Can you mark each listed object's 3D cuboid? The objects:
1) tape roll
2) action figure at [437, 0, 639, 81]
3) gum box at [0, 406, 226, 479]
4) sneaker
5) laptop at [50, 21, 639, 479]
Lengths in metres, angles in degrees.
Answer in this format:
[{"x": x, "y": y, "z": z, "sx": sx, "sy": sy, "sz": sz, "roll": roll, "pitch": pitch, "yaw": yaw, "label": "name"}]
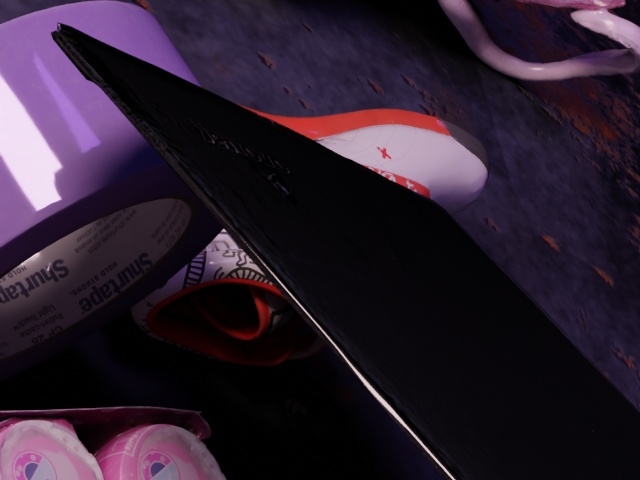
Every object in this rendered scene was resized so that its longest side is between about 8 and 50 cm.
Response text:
[{"x": -0.127, "y": -0.012, "z": 0.684, "sx": 0.189, "sy": 0.189, "sz": 0.080, "roll": -19, "pitch": 72, "yaw": -52, "label": "tape roll"}, {"x": 0.033, "y": -0.232, "z": 1.098, "sx": 0.370, "sy": 0.248, "sz": 0.276, "roll": -7, "pitch": 89, "yaw": -49, "label": "action figure"}, {"x": -0.133, "y": 0.117, "z": 0.626, "sx": 0.188, "sy": 0.107, "sz": 0.062, "roll": 5, "pitch": 53, "yaw": -43, "label": "gum box"}, {"x": -0.001, "y": 0.001, "z": 0.885, "sx": 0.270, "sy": 0.090, "sz": 0.145, "roll": 7, "pitch": 53, "yaw": -37, "label": "sneaker"}, {"x": 0.049, "y": 0.169, "z": 0.642, "sx": 0.382, "sy": 0.236, "sz": 0.408, "roll": 18, "pitch": 82, "yaw": -64, "label": "laptop"}]
